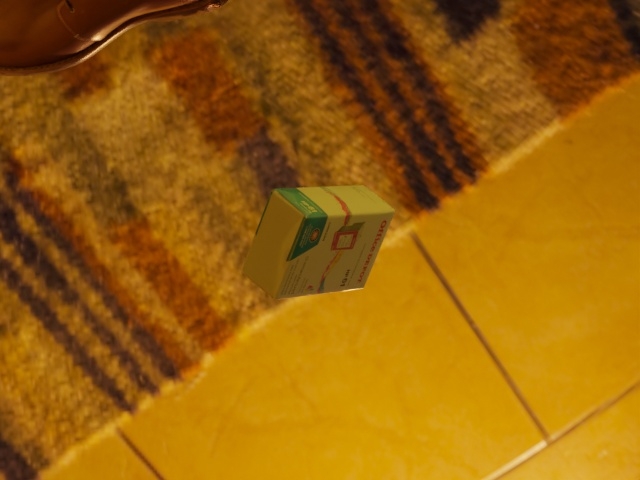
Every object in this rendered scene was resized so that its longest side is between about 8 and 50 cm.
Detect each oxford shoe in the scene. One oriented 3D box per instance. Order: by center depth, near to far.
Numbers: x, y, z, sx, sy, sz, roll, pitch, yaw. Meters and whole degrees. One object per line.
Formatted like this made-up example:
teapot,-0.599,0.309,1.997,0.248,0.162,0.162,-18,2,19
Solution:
oxford shoe,-0.172,-0.184,0.962,0.212,0.076,0.076,-20,77,10

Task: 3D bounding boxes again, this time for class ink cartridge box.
ink cartridge box,0.000,0.000,1.189,0.122,0.052,0.088,-6,126,-47
